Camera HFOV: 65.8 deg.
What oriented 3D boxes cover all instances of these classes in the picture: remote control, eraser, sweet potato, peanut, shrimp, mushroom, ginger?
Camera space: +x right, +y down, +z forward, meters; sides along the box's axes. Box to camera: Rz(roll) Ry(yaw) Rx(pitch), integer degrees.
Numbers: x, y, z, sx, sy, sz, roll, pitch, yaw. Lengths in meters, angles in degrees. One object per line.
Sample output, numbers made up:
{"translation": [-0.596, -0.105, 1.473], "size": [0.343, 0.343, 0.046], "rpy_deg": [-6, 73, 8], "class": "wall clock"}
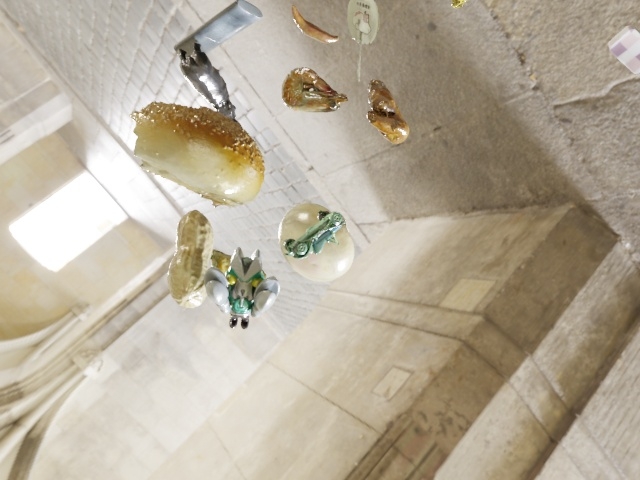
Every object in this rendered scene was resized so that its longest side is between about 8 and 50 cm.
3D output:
{"translation": [-0.358, -0.712, 1.689], "size": [0.377, 0.044, 0.107], "rpy_deg": [-9, 164, 43], "class": "remote control"}
{"translation": [0.725, -0.442, 1.146], "size": [0.105, 0.026, 0.065], "rpy_deg": [31, 137, -15], "class": "eraser"}
{"translation": [-0.038, -0.932, 2.178], "size": [0.255, 0.058, 0.078], "rpy_deg": [26, 142, -26], "class": "sweet potato"}
{"translation": [-0.388, 0.051, 1.483], "size": [0.120, 0.298, 0.136], "rpy_deg": [1, 163, 4], "class": "peanut"}
{"translation": [-0.023, -0.516, 1.721], "size": [0.294, 0.062, 0.154], "rpy_deg": [20, 111, 29], "class": "shrimp"}
{"translation": [0.000, 0.000, 1.464], "size": [0.246, 0.202, 0.246], "rpy_deg": [32, 140, 33], "class": "mushroom"}
{"translation": [0.149, -0.290, 1.150], "size": [0.162, 0.073, 0.103], "rpy_deg": [57, -165, -22], "class": "ginger"}

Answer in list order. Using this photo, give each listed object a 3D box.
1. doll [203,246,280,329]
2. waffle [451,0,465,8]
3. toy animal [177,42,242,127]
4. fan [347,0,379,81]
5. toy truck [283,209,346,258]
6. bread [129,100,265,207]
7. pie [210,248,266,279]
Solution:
{"translation": [-0.200, 0.146, 1.367], "size": [0.153, 0.195, 0.258], "rpy_deg": [-103, -5, -55], "class": "doll"}
{"translation": [0.525, -0.860, 1.573], "size": [0.051, 0.291, 0.291], "rpy_deg": [35, 166, -21], "class": "waffle"}
{"translation": [-0.386, -0.544, 1.793], "size": [0.343, 0.106, 0.168], "rpy_deg": [57, -168, -46], "class": "toy animal"}
{"translation": [0.150, -0.754, 1.845], "size": [0.191, 0.009, 0.329], "rpy_deg": [43, 143, 40], "class": "fan"}
{"translation": [-0.009, -0.002, 1.159], "size": [0.078, 0.154, 0.080], "rpy_deg": [55, 163, -20], "class": "toy truck"}
{"translation": [-0.207, -0.159, 0.965], "size": [0.192, 0.171, 0.314], "rpy_deg": [27, -179, 23], "class": "bread"}
{"translation": [-0.278, 0.113, 1.673], "size": [0.068, 0.129, 0.282], "rpy_deg": [-11, 159, 31], "class": "pie"}
